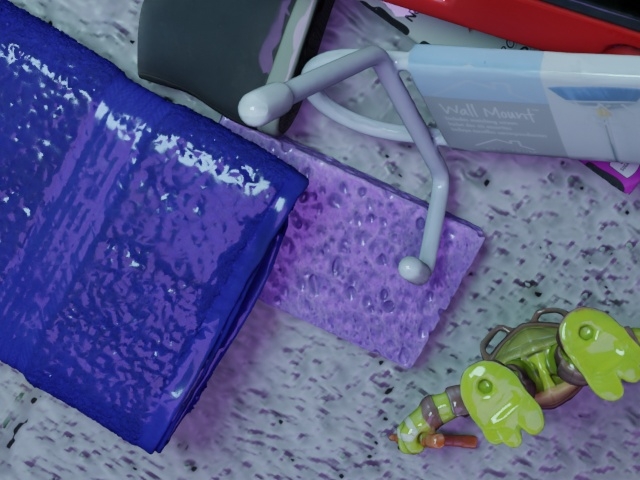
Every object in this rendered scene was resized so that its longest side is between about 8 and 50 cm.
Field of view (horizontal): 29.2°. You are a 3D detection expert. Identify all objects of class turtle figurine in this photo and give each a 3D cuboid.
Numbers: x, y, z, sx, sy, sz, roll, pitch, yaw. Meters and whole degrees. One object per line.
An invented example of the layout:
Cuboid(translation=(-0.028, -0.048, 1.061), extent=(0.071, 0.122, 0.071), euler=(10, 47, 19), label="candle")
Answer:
Cuboid(translation=(0.167, 0.088, 0.849), extent=(0.269, 0.217, 0.087), euler=(-14, 80, 6), label="turtle figurine")

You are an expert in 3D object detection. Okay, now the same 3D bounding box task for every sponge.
Cuboid(translation=(0.000, 0.000, 0.898), extent=(0.210, 0.031, 0.117), euler=(25, 105, -6), label="sponge")

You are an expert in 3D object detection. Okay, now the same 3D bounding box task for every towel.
Cuboid(translation=(-0.185, -0.021, 0.860), extent=(0.308, 0.076, 0.227), euler=(30, 99, 2), label="towel")

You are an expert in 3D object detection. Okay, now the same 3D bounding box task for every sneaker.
Cuboid(translation=(-0.045, -0.191, 0.817), extent=(0.118, 0.083, 0.222), euler=(21, 98, 7), label="sneaker")

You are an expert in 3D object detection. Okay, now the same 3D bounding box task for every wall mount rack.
Cuboid(translation=(0.121, -0.051, 0.701), extent=(0.350, 0.304, 0.130), euler=(6, 71, 23), label="wall mount rack")

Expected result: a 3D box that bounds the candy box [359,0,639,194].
Cuboid(translation=(0.160, -0.163, 0.826), extent=(0.233, 0.071, 0.159), euler=(34, 105, -8), label="candy box")

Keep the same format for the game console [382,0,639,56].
Cuboid(translation=(0.124, -0.292, 0.740), extent=(0.387, 0.060, 0.342), euler=(16, 77, -5), label="game console")
